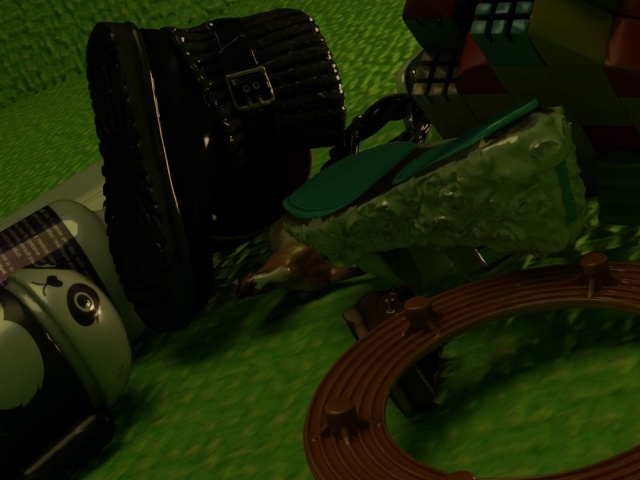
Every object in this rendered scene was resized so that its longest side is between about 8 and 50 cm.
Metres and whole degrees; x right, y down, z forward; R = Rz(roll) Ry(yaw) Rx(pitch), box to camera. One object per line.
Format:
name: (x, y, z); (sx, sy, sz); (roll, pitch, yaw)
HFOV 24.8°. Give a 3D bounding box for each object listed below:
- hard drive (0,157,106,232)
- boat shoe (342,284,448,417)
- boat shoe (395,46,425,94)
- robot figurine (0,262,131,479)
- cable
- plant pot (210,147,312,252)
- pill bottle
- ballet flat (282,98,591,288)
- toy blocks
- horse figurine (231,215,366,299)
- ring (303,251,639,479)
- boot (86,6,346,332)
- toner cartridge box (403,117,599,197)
hard drive: (-0.401, -0.060, 2.334); (0.307, 0.040, 0.203); (-35, 19, -26)
boat shoe: (0.068, 0.080, 1.200); (0.073, 0.073, 0.207); (-28, 18, 0)
boat shoe: (0.181, -0.263, 1.986); (0.079, 0.095, 0.254); (-16, 22, 36)
robot figurine: (-0.314, 0.141, 1.395); (0.278, 0.209, 0.173); (-37, 8, -21)
cable: (0.064, -0.103, 1.567); (0.150, 0.047, 0.184); (-41, 18, 6)
plant pot: (-0.142, -0.071, 1.733); (0.215, 0.215, 0.230); (-34, -5, -22)
pill bottle: (-0.318, 0.076, 1.587); (0.323, 0.182, 0.181); (-31, 18, -15)
ballet flat: (0.091, -0.018, 1.268); (0.147, 0.147, 0.409); (-34, 9, -23)
toy blocks: (0.219, -0.156, 1.226); (0.381, 0.261, 0.191); (4, 65, 31)
horse figurine: (0.000, 0.000, 1.546); (0.174, 0.066, 0.263); (-19, 19, 6)
ring: (0.148, 0.092, 1.002); (0.336, 0.032, 0.337); (-12, 25, 6)
boot: (-0.093, -0.085, 1.546); (0.260, 0.348, 0.131); (-5, -9, -29)
toner cartridge box: (0.184, -0.102, 1.552); (0.165, 0.075, 0.348); (-24, 17, 6)
